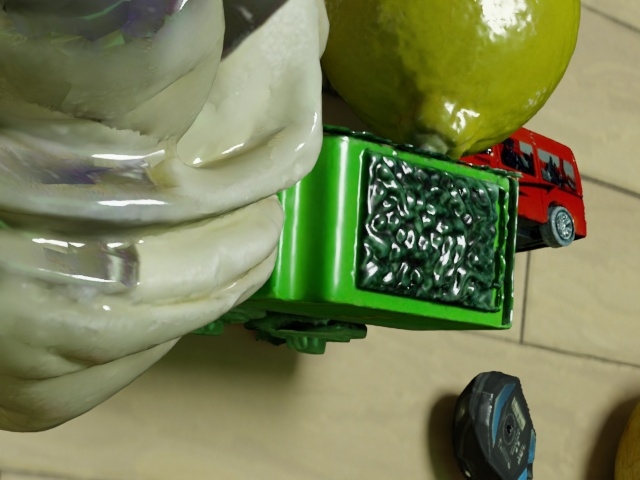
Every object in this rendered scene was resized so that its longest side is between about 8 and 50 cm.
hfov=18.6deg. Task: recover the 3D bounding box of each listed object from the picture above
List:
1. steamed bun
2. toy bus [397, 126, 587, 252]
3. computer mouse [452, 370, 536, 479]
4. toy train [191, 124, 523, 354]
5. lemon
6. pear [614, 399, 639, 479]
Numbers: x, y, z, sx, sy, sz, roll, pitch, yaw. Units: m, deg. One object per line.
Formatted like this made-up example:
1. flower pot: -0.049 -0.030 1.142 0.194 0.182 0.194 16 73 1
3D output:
1. steamed bun: -0.147 -0.108 0.974 0.346 0.237 0.394 -7 82 -31
2. toy bus: 0.113 -0.043 1.433 0.195 0.081 0.089 16 68 -47
3. computer mouse: 0.128 0.150 1.466 0.135 0.047 0.079 61 42 -42
4. toy train: 0.000 0.000 1.224 0.243 0.188 0.132 11 80 -47
5. lemon: 0.084 -0.154 1.312 0.184 0.184 0.248 40 33 -40
6. pear: 0.337 0.186 1.582 0.209 0.209 0.209 2 88 -48
